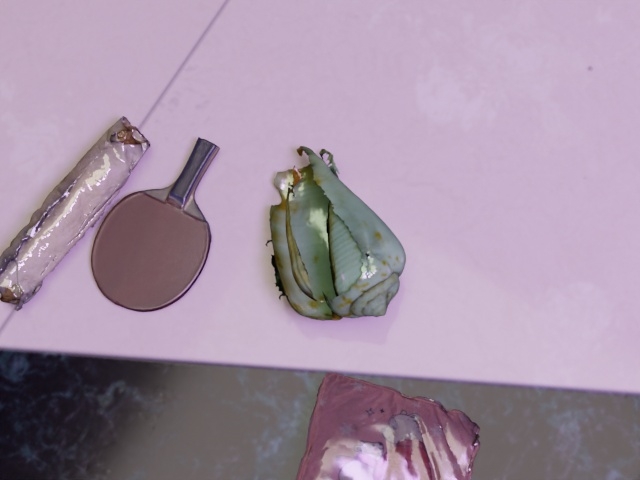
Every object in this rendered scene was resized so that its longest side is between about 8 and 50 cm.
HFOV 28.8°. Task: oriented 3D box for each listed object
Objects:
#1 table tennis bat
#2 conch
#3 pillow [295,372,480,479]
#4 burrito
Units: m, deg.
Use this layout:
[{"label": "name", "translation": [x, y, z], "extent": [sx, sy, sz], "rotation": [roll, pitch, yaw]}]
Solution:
[{"label": "table tennis bat", "translation": [-0.130, -0.014, 1.038], "extent": [0.095, 0.014, 0.158], "rotation": [25, 78, 12]}, {"label": "conch", "translation": [0.000, 0.000, 0.999], "extent": [0.106, 0.079, 0.170], "rotation": [-25, 57, -11]}, {"label": "pillow", "translation": [0.034, 0.230, 0.935], "extent": [0.135, 0.049, 0.248], "rotation": [13, 70, 6]}, {"label": "burrito", "translation": [-0.208, -0.025, 1.034], "extent": [0.045, 0.041, 0.185], "rotation": [46, 76, -28]}]
